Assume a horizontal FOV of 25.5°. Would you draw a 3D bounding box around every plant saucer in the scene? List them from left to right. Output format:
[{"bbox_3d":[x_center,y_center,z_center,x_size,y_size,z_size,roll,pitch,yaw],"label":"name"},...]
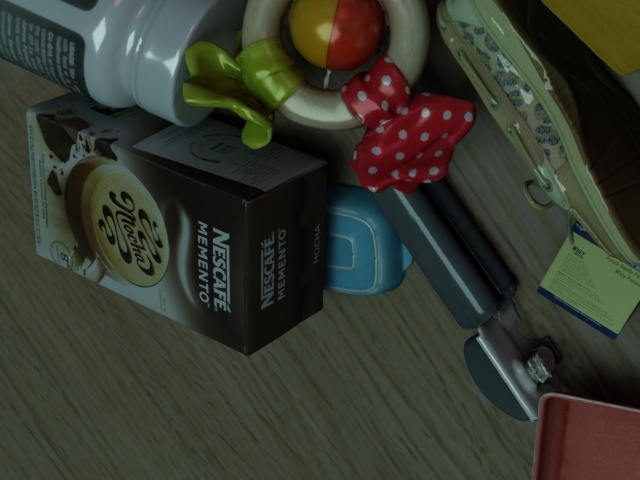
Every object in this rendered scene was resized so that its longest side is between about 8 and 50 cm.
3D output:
[{"bbox_3d":[0.325,0.259,1.313,0.259,0.047,0.258,9,120,16],"label":"plant saucer"}]

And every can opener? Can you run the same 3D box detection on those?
[{"bbox_3d":[0.136,0.055,1.320,0.093,0.074,0.280,-26,99,38],"label":"can opener"}]

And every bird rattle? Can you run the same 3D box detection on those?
[{"bbox_3d":[0.014,-0.153,1.210,0.254,0.143,0.206,14,100,19],"label":"bird rattle"}]

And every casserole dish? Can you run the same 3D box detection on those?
[{"bbox_3d":[0.000,0.000,1.396,0.188,0.037,0.114,10,118,27],"label":"casserole dish"}]

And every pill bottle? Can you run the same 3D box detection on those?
[{"bbox_3d":[-0.219,-0.221,1.331,0.283,0.161,0.161,26,125,17],"label":"pill bottle"}]

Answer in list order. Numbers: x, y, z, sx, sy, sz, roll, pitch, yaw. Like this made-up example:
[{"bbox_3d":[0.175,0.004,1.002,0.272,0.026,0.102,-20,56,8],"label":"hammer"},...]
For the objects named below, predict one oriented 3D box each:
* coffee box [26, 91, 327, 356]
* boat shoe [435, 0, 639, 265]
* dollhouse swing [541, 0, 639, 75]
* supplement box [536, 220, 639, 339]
[{"bbox_3d":[-0.143,-0.029,1.379,0.297,0.119,0.168,22,124,33],"label":"coffee box"},{"bbox_3d":[0.200,-0.101,1.193,0.089,0.105,0.285,-32,84,47],"label":"boat shoe"},{"bbox_3d":[0.279,-0.365,0.995,0.347,0.304,0.315,-26,134,35],"label":"dollhouse swing"},{"bbox_3d":[0.251,0.025,1.247,0.083,0.056,0.083,32,127,13],"label":"supplement box"}]
